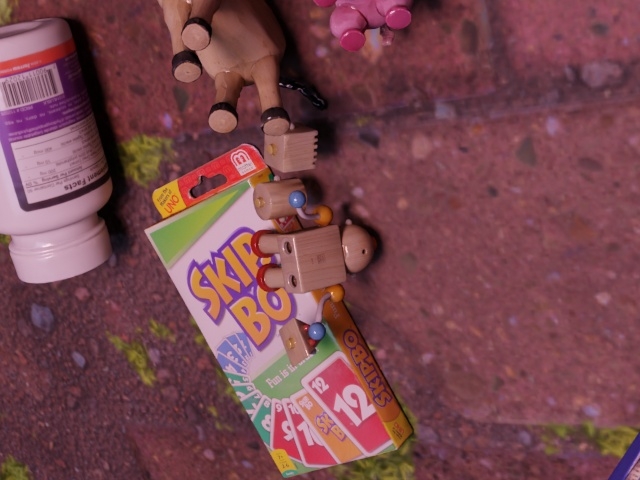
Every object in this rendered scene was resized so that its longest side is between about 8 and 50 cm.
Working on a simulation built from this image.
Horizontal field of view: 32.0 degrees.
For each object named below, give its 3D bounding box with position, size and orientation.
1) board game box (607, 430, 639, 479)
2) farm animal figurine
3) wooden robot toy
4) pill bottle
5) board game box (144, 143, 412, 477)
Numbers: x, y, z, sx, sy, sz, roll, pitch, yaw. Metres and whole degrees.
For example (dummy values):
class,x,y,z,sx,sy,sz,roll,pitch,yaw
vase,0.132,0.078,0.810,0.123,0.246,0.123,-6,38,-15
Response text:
class,x,y,z,sx,sy,sz,roll,pitch,yaw
board game box,0.301,0.228,0.665,0.291,0.141,0.232,33,127,16
farm animal figurine,-0.077,-0.247,0.647,0.327,0.172,0.330,15,133,-23
wooden robot toy,0.000,0.000,0.798,0.076,0.079,0.173,4,104,58
pill bottle,-0.227,-0.070,0.882,0.108,0.108,0.193,2,114,32
board game box,-0.040,0.060,0.875,0.124,0.039,0.259,-23,97,37
